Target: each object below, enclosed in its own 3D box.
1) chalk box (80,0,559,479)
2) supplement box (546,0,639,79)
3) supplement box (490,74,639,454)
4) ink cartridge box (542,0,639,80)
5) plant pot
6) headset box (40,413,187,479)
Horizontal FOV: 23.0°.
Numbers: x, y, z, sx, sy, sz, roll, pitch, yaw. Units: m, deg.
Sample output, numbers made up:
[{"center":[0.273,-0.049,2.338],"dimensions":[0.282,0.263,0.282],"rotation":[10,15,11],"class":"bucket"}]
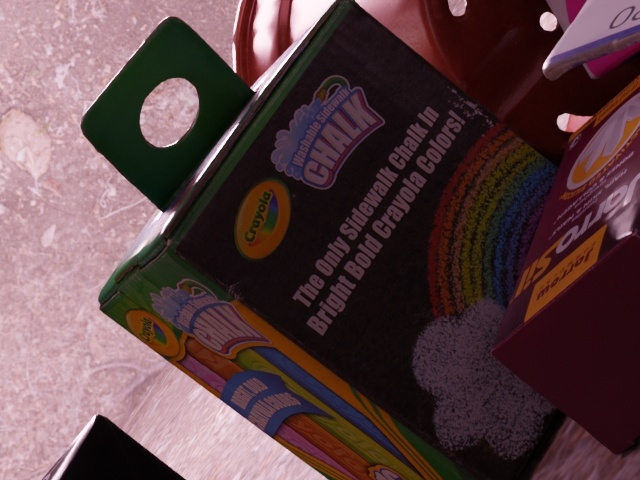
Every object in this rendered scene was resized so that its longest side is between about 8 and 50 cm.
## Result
[{"center":[0.000,0.000,0.878],"dimensions":[0.180,0.289,0.179],"rotation":[-54,7,-22],"class":"chalk box"},{"center":[0.222,-0.191,0.839],"dimensions":[0.220,0.114,0.111],"rotation":[-28,-3,-23],"class":"supplement box"},{"center":[0.161,-0.006,0.742],"dimensions":[0.104,0.081,0.188],"rotation":[-45,10,40],"class":"supplement box"},{"center":[0.274,-0.172,0.538],"dimensions":[0.324,0.071,0.330],"rotation":[-15,32,48],"class":"ink cartridge box"},{"center":[0.109,-0.134,1.001],"dimensions":[0.272,0.272,0.265],"rotation":[-54,12,-14],"class":"plant pot"},{"center":[-0.091,0.244,0.558],"dimensions":[0.293,0.218,0.110],"rotation":[-50,7,20],"class":"headset box"}]
